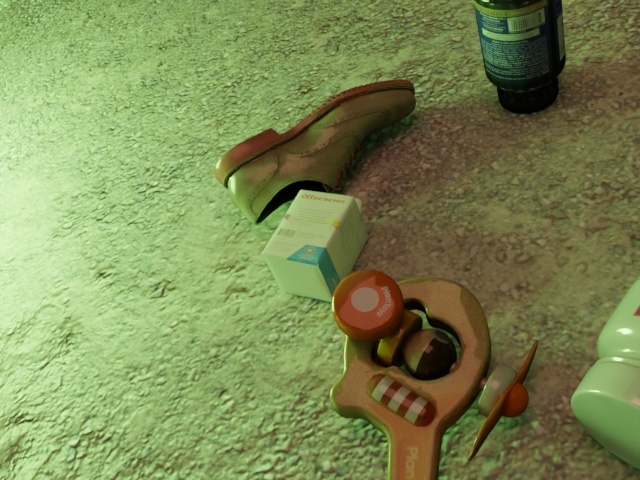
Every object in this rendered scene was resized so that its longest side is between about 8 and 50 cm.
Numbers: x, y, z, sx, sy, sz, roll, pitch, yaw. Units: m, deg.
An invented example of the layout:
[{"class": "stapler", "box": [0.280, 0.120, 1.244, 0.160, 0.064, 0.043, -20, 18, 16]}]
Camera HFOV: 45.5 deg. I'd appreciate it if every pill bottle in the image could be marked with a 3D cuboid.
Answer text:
[{"class": "pill bottle", "box": [0.391, 0.095, 0.788, 0.160, 0.160, 0.283, 25, 63, 37]}, {"class": "pill bottle", "box": [0.301, -0.301, 1.139, 0.123, 0.219, 0.122, -11, 47, 12]}]

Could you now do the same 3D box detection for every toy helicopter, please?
[{"class": "toy helicopter", "box": [0.123, 0.205, 0.848, 0.235, 0.140, 0.354, 2, 61, 12]}]

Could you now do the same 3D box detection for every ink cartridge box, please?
[{"class": "ink cartridge box", "box": [0.000, 0.000, 1.079, 0.092, 0.089, 0.143, 11, 54, 29]}]

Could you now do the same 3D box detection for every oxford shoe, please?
[{"class": "oxford shoe", "box": [0.014, -0.136, 1.205, 0.348, 0.123, 0.130, -29, 72, -6]}]
